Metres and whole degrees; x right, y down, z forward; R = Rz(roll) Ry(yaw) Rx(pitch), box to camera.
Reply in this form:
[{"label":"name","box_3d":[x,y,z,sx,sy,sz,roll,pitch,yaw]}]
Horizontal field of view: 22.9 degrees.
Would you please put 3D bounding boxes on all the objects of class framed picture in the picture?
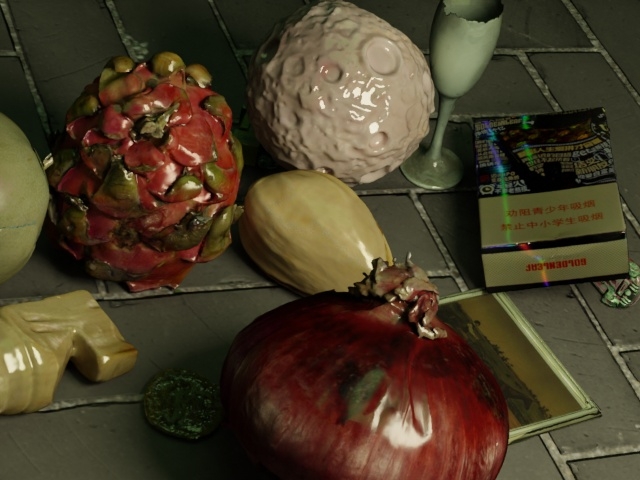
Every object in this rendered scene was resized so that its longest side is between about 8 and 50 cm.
[{"label":"framed picture","box_3d":[0.221,0.155,2.042,0.197,0.014,0.252,-11,48,-31]}]

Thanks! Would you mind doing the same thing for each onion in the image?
[{"label":"onion","box_3d":[0.062,0.155,1.767,0.347,0.285,0.347,16,17,-5]}]

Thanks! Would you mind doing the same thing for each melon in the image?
[{"label":"melon","box_3d":[-0.468,-0.048,1.809,0.330,0.268,0.268,-12,46,-10]}]

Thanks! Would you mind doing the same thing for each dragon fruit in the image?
[{"label":"dragon fruit","box_3d":[-0.217,-0.101,1.956,0.250,0.291,0.269,4,40,-8]}]

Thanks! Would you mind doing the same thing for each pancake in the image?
[{"label":"pancake","box_3d":[-0.160,0.192,1.854,0.108,0.017,0.108,8,42,-7]}]

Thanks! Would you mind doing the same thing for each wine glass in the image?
[{"label":"wine glass","box_3d":[0.154,-0.272,2.261,0.096,0.309,0.264,-10,48,-19]}]

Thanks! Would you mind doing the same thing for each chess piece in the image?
[{"label":"chess piece","box_3d":[-0.342,0.132,1.794,0.137,0.137,0.301,38,33,22]}]

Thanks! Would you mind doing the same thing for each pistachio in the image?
[{"label":"pistachio","box_3d":[0.000,0.000,2.040,0.229,0.157,0.157,38,43,13]}]

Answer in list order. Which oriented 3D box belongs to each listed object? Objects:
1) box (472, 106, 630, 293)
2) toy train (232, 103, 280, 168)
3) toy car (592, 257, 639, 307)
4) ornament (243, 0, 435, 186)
[{"label":"box","box_3d":[0.316,-0.061,2.203,0.198,0.084,0.310,-7,37,9]},{"label":"toy train","box_3d":[-0.085,-0.148,2.247,0.081,0.050,0.122,12,41,3]},{"label":"toy car","box_3d":[0.403,0.032,2.210,0.055,0.069,0.142,-1,42,-38]},{"label":"ornament","box_3d":[0.021,-0.189,2.126,0.259,0.259,0.225,29,83,12]}]
